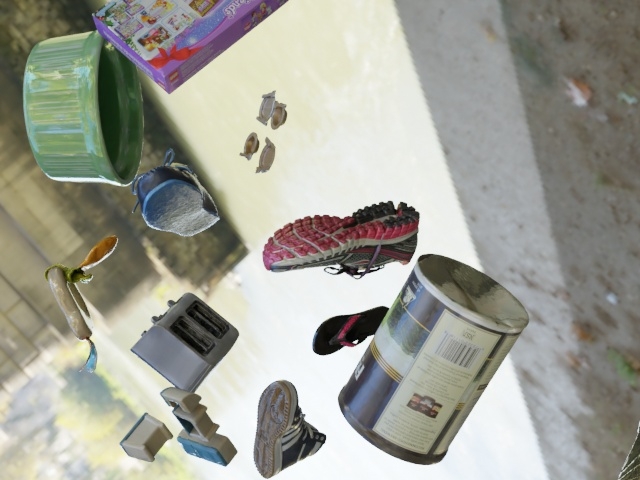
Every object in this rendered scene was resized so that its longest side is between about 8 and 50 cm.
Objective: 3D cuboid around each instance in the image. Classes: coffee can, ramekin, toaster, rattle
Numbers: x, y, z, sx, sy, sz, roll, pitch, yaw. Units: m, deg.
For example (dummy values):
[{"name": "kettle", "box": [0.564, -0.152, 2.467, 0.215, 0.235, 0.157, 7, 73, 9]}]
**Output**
[{"name": "coffee can", "box": [0.178, 0.189, 1.751, 0.202, 0.275, 0.201, 25, -160, -10]}, {"name": "ramekin", "box": [-0.450, -0.251, 2.089, 0.148, 0.303, 0.303, -3, 152, 7]}, {"name": "toaster", "box": [-0.271, 0.216, 2.251, 0.186, 0.110, 0.168, 39, -150, 1]}, {"name": "rattle", "box": [-0.377, 0.112, 1.872, 0.199, 0.143, 0.130, 56, 157, 34]}]

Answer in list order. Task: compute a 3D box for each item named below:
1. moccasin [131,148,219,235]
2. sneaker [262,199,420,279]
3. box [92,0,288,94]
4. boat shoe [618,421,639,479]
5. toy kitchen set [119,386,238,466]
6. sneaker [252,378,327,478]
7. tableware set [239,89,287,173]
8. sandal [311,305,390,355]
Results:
[{"name": "moccasin", "box": [-0.294, -0.089, 2.105, 0.116, 0.138, 0.342, 61, 178, 12]}, {"name": "sneaker", "box": [0.043, 0.019, 1.958, 0.121, 0.299, 0.112, -126, 31, -54]}, {"name": "box", "box": [-0.230, -0.417, 1.963, 0.201, 0.293, 0.057, 42, 162, 22]}, {"name": "boat shoe", "box": [0.451, 0.283, 1.441, 0.073, 0.223, 0.080, 31, 144, 2]}, {"name": "toy kitchen set", "box": [-0.291, 0.398, 2.139, 0.122, 0.166, 0.207, 9, 138, 41]}, {"name": "sneaker", "box": [-0.058, 0.400, 2.444, 0.099, 0.153, 0.282, 44, 136, 36]}, {"name": "tableware set", "box": [-0.110, -0.216, 2.175, 0.020, 0.168, 0.141, 15, -172, -29]}, {"name": "sandal", "box": [0.064, 0.165, 2.024, 0.040, 0.179, 0.067, 23, 127, 57]}]
